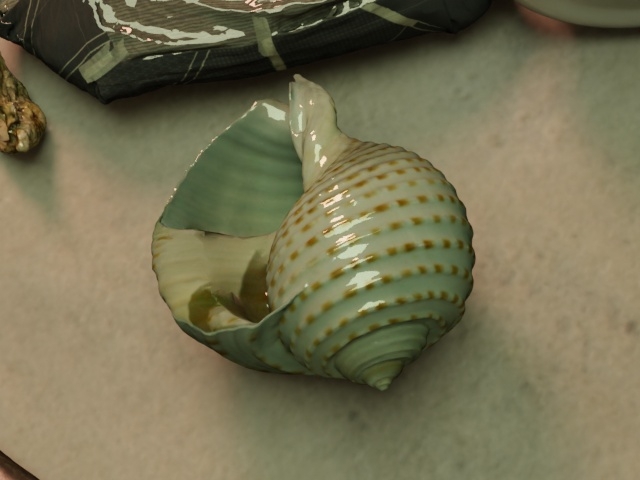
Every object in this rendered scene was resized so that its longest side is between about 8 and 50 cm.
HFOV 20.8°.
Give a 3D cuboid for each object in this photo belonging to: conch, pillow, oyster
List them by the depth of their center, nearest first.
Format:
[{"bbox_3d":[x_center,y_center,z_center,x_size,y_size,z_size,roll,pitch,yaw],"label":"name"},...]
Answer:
[{"bbox_3d":[0.006,0.008,1.005,0.172,0.131,0.200,-29,37,20],"label":"conch"},{"bbox_3d":[-0.052,-0.177,1.098,0.335,0.092,0.162,-12,67,1],"label":"pillow"},{"bbox_3d":[-0.195,-0.097,1.098,0.038,0.080,0.083,-12,101,-21],"label":"oyster"}]

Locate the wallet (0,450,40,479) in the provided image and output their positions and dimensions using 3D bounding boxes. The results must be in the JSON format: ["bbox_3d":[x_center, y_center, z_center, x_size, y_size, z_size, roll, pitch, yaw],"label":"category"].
[{"bbox_3d":[-0.269,0.166,1.017,0.321,0.044,0.170,33,75,20],"label":"wallet"}]

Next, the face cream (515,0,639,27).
[{"bbox_3d":[0.188,-0.252,1.040,0.201,0.201,0.187,-5,66,4],"label":"face cream"}]
